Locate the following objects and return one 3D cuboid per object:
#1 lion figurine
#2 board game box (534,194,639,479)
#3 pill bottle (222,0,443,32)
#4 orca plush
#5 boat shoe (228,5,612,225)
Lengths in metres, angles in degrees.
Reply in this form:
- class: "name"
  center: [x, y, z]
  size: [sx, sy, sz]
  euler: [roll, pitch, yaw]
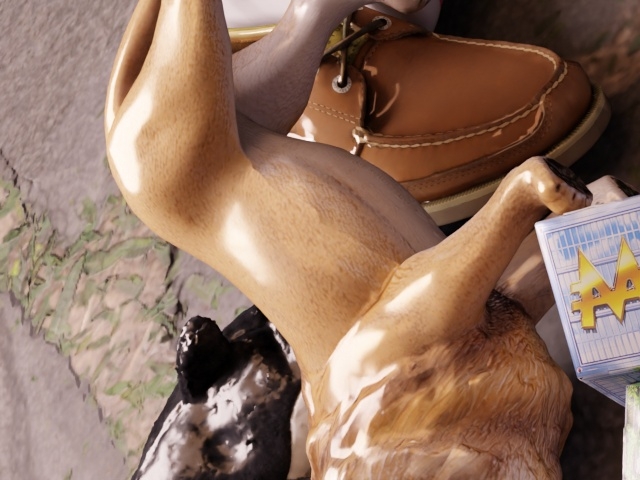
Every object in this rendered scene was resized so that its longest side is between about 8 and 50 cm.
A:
- class: "lion figurine"
  center: [0.000, 0.000, 0.909]
  size: [0.240, 0.142, 0.392]
  euler: [-49, 66, 20]
- class: "board game box"
  center: [0.162, 0.069, 0.736]
  size: [0.060, 0.194, 0.194]
  euler: [-17, 55, 39]
- class: "pill bottle"
  center: [0.023, -0.265, 1.111]
  size: [0.160, 0.160, 0.283]
  euler: [-4, 65, 45]
- class: "orca plush"
  center: [-0.026, 0.074, 1.001]
  size: [0.287, 0.102, 0.151]
  euler: [-37, 45, 24]
- class: "boat shoe"
  center: [0.015, -0.076, 1.023]
  size: [0.307, 0.104, 0.110]
  euler: [-4, 37, 43]
